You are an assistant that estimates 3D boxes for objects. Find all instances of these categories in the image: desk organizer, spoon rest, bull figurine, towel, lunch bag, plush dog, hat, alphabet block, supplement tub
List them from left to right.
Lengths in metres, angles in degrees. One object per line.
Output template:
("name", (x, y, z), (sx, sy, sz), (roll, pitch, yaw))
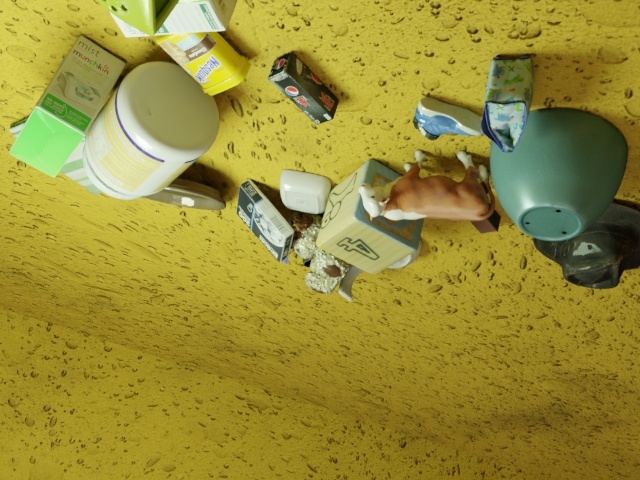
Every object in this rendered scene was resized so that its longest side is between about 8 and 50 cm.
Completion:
("towel", (-0.695, -0.247, 2.093), (0.248, 0.038, 0.325), (-10, 144, 39))
("supplement tub", (-0.413, -0.247, 1.751), (0.241, 0.241, 0.331), (30, 147, -24))
("plush dog", (0.000, 0.000, 2.067), (0.225, 0.210, 0.262), (36, 159, 3))
("alphabet block", (0.131, -0.055, 1.869), (0.193, 0.192, 0.197), (29, 149, -18))
("spoon rest", (0.166, 0.061, 2.107), (0.276, 0.084, 0.137), (-37, 126, 19))
("bull figurine", (0.249, -0.116, 1.708), (0.311, 0.188, 0.101), (8, 149, 13))
("desk organizer", (0.400, -0.071, 1.857), (0.050, 0.047, 0.130), (-9, 142, 40))
("lunch bag", (0.372, -0.267, 1.456), (0.096, 0.128, 0.151), (4, 150, 22))
("hat", (0.683, 0.041, 1.826), (0.331, 0.133, 0.331), (13, 150, 7))

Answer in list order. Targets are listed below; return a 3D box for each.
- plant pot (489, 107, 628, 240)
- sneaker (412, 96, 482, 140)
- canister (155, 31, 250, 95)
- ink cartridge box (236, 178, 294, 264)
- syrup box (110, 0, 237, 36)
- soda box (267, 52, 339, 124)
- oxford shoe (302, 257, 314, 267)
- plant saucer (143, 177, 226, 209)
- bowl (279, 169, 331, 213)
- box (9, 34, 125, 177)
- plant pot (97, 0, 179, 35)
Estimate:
("plant pot", (0.501, -0.115, 1.585), (0.290, 0.195, 0.290), (12, 150, 7))
("sneaker", (0.274, -0.249, 1.602), (0.152, 0.058, 0.084), (20, 144, 0))
("canister", (-0.253, -0.402, 1.582), (0.126, 0.073, 0.170), (-13, 138, 39))
("ink cartridge box", (-0.159, -0.039, 2.068), (0.206, 0.045, 0.208), (49, 156, 17))
("syrup box", (-0.296, -0.473, 1.460), (0.237, 0.096, 0.093), (2, 148, 21))
("soda box", (-0.035, -0.330, 1.613), (0.053, 0.060, 0.169), (-12, 141, 41))
("oxford shoe", (0.055, 0.065, 2.201), (0.227, 0.096, 0.082), (3, 146, 19))
("plant saucer", (-0.397, -0.133, 2.050), (0.278, 0.041, 0.278), (9, 172, 1))
("bowl", (-0.044, -0.122, 1.976), (0.142, 0.053, 0.142), (12, 152, 8))
("box", (-0.601, -0.312, 1.738), (0.127, 0.231, 0.262), (32, 146, -22))
("plant pot", (-0.330, -0.532, 1.259), (0.207, 0.228, 0.227), (23, 150, 2))
